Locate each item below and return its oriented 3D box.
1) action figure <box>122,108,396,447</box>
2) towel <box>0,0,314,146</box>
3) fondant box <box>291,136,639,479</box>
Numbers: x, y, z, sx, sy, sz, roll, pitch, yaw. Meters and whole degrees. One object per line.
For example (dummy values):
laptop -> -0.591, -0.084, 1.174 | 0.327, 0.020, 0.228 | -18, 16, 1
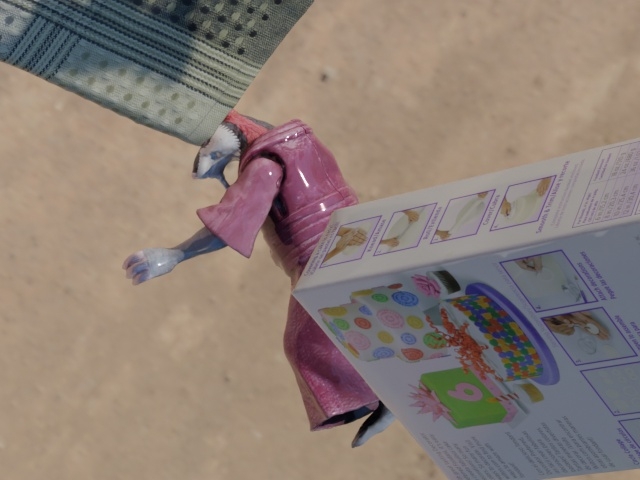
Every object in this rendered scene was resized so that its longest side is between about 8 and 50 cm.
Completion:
action figure -> 0.000, 0.000, 1.810 | 0.275, 0.370, 0.248 | -35, 178, 38
towel -> -0.131, -0.238, 1.387 | 0.324, 0.056, 0.312 | 24, 116, -35
fondant box -> 0.180, 0.059, 1.355 | 0.238, 0.330, 0.096 | 51, 45, -29
